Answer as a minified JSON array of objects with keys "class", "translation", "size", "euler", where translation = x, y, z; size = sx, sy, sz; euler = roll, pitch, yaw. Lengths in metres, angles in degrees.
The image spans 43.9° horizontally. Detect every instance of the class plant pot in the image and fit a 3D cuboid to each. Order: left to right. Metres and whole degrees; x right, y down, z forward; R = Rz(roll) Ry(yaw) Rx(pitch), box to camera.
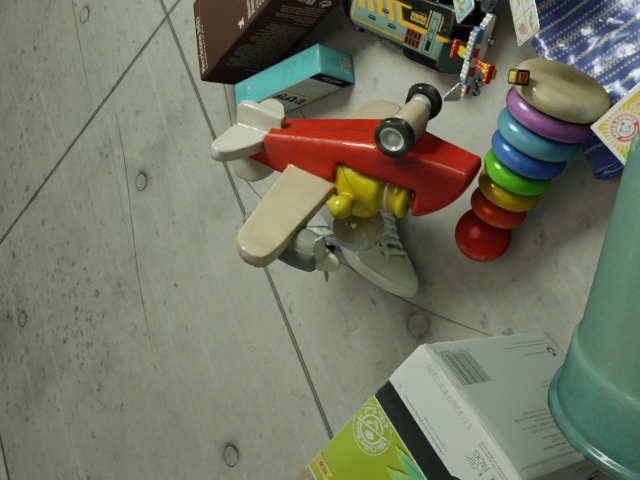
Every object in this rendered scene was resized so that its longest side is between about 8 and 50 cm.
[{"class":"plant pot","translation":[0.443,0.058,0.861],"size":[0.341,0.341,0.334],"euler":[23,120,42]}]

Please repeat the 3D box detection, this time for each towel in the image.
[{"class":"towel","translation":[0.438,-0.282,1.154],"size":[0.243,0.040,0.336],"euler":[-34,64,36]}]

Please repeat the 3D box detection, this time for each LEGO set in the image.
[{"class":"LEGO set","translation":[0.230,-0.311,1.121],"size":[0.182,0.060,0.244],"euler":[142,124,-64]}]

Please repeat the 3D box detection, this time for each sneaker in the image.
[{"class":"sneaker","translation":[0.000,0.000,1.549],"size":[0.135,0.052,0.058],"euler":[1,94,45]},{"class":"sneaker","translation":[0.094,-0.027,1.420],"size":[0.290,0.106,0.123],"euler":[53,124,34]}]

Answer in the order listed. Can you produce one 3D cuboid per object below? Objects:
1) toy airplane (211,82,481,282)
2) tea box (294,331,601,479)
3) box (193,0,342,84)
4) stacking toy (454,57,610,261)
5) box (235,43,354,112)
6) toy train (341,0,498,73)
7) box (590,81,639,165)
[{"class":"toy airplane","translation":[0.019,-0.101,1.286],"size":[0.384,0.386,0.272],"euler":[-125,17,-57]},{"class":"tea box","translation":[0.204,0.318,1.138],"size":[0.323,0.329,0.220],"euler":[-53,55,27]},{"class":"box","translation":[-0.117,-0.472,1.569],"size":[0.381,0.143,0.191],"euler":[-30,64,57]},{"class":"stacking toy","translation":[0.298,-0.098,1.196],"size":[0.141,0.141,0.330],"euler":[49,136,34]},{"class":"box","translation":[-0.056,-0.313,1.588],"size":[0.244,0.100,0.060],"euler":[-15,77,42]},{"class":"toy train","translation":[0.159,-0.419,1.371],"size":[0.334,0.142,0.190],"euler":[37,121,39]},{"class":"box","translation":[0.470,-0.115,1.032],"size":[0.114,0.103,0.203],"euler":[-45,74,32]}]
